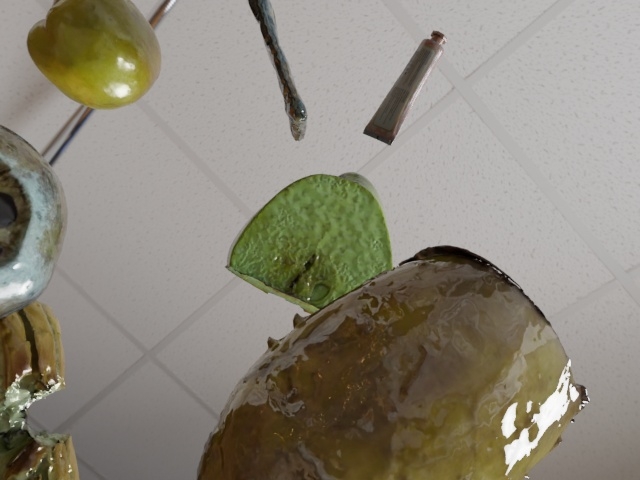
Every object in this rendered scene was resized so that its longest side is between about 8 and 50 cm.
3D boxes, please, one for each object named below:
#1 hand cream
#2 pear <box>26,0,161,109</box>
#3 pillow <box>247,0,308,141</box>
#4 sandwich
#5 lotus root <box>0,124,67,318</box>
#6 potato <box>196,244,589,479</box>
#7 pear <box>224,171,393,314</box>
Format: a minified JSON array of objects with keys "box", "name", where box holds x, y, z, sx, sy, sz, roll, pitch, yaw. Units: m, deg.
[{"box":[0.152,-0.263,0.900,0.067,0.043,0.209,34,-87,34],"name":"hand cream"},{"box":[-0.362,-0.313,0.850,0.200,0.200,0.200,4,-66,10],"name":"pear"},{"box":[-0.056,-0.252,0.778,0.034,0.255,0.189,-16,-85,2],"name":"pillow"},{"box":[-0.385,0.196,0.554,0.249,0.095,0.273,-12,-97,15],"name":"sandwich"},{"box":[-0.301,-0.006,0.388,0.322,0.158,0.140,2,-36,42],"name":"lotus root"},{"box":[0.033,0.156,0.410,0.229,0.266,0.229,33,-35,27],"name":"potato"},{"box":[0.000,0.000,0.907,0.292,0.159,0.292,0,-88,-9],"name":"pear"}]
